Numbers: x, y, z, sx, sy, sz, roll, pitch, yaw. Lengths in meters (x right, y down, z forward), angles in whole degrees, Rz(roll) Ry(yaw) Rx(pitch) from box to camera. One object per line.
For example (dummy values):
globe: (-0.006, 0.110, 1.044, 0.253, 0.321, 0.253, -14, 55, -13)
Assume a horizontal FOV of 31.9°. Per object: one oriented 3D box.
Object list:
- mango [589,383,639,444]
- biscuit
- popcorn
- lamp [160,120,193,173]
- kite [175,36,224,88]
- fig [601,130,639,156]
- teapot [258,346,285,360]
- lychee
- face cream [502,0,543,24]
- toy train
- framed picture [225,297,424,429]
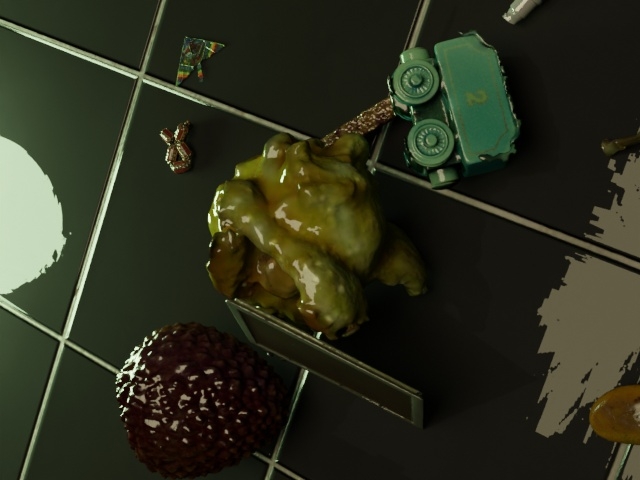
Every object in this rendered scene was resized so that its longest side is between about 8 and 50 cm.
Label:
mango: (0.400, 0.226, 1.445, 0.114, 0.057, 0.079, -20, 81, 39)
biscuit: (0.050, -0.164, 1.681, 0.199, 0.064, 0.034, -30, 93, 26)
popcorn: (0.000, -0.003, 1.598, 0.325, 0.321, 0.290, 6, 84, -2)
lamp: (-0.236, -0.154, 1.885, 0.063, 0.031, 0.083, -14, 84, 33)
kite: (-0.211, -0.308, 1.888, 0.122, 0.004, 0.090, -30, 71, 28)
fig: (0.462, -0.157, 1.398, 0.143, 0.231, 0.160, -17, 75, -13)
teapot: (-0.070, 0.160, 1.737, 0.100, 0.068, 0.045, 44, 118, 58)
lychee: (-0.175, 0.245, 1.713, 0.271, 0.271, 0.271, -2, 87, 33)
face cream: (0.304, -0.350, 1.543, 0.130, 0.034, 0.034, -46, 65, 22)
toy train: (0.184, -0.179, 1.548, 0.163, 0.112, 0.203, -14, 82, 2)
framed picture: (0.015, 0.171, 1.561, 0.296, 0.232, 0.019, 26, 75, 12)
